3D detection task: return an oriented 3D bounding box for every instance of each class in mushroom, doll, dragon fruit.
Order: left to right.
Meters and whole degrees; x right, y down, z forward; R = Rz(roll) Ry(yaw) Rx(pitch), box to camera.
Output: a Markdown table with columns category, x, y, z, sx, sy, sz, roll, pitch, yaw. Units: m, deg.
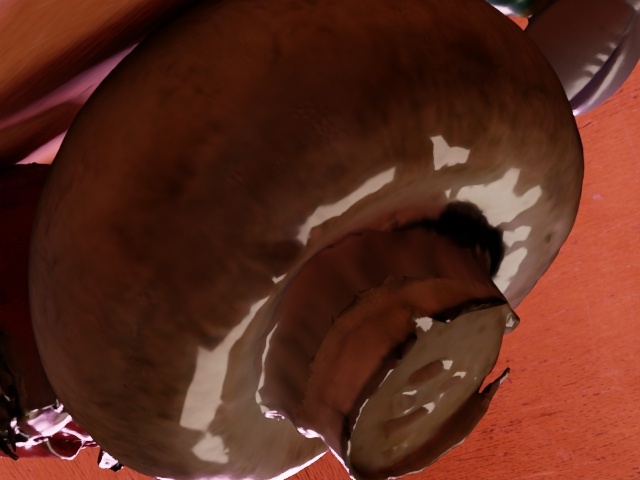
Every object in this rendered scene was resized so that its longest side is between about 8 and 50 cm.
| category | x | y | z | sx | sy | sz | roll | pitch | yaw |
| --- | --- | --- | --- | --- | --- | --- | --- | --- | --- |
| dragon fruit | -0.192 | 0.052 | 0.962 | 0.233 | 0.234 | 0.293 | -30 | -170 | -1 |
| mushroom | 0.000 | 0.000 | 0.815 | 0.352 | 0.260 | 0.352 | -28 | 143 | -23 |
| doll | 0.162 | -0.182 | 0.899 | 0.258 | 0.153 | 0.195 | -9 | -126 | 47 |
